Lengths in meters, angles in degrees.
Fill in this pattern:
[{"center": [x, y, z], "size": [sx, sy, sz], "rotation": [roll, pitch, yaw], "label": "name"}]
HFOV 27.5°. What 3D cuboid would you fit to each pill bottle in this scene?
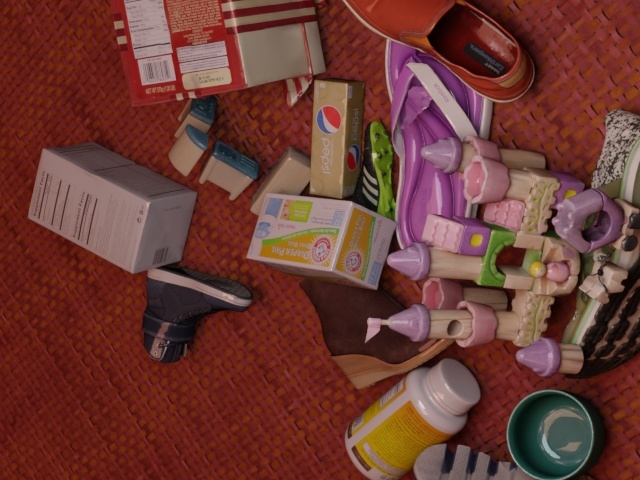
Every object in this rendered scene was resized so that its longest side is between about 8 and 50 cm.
[{"center": [0.144, 0.274, 2.007], "size": [0.215, 0.117, 0.117], "rotation": [-44, 76, 30], "label": "pill bottle"}]

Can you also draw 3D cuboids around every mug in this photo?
[{"center": [0.339, 0.294, 1.890], "size": [0.129, 0.097, 0.157], "rotation": [27, 95, 27], "label": "mug"}]

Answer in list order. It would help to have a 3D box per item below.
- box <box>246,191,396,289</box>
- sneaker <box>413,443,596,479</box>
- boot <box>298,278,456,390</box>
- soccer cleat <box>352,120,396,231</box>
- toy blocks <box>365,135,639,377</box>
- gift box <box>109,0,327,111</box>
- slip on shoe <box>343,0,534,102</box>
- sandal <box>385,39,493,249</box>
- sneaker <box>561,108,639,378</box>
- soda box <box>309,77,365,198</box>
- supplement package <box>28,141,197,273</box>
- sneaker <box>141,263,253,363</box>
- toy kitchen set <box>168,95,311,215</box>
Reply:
[{"center": [0.000, 0.000, 1.994], "size": [0.203, 0.103, 0.114], "rotation": [7, 78, 48], "label": "box"}, {"center": [0.287, 0.425, 1.959], "size": [0.316, 0.127, 0.182], "rotation": [15, 131, 13], "label": "sneaker"}, {"center": [0.091, 0.106, 2.020], "size": [0.248, 0.090, 0.206], "rotation": [-29, 86, 36], "label": "boot"}, {"center": [0.080, -0.094, 2.009], "size": [0.072, 0.060, 0.178], "rotation": [-1, 101, 36], "label": "soccer cleat"}, {"center": [0.214, 0.022, 1.760], "size": [0.309, 0.260, 0.288], "rotation": [-133, 52, -61], "label": "toy blocks"}, {"center": [-0.154, -0.319, 1.987], "size": [0.255, 0.258, 0.276], "rotation": [1, 105, 31], "label": "gift box"}, {"center": [0.159, -0.314, 1.837], "size": [0.331, 0.101, 0.123], "rotation": [38, 88, 12], "label": "slip on shoe"}, {"center": [0.165, -0.161, 1.915], "size": [0.169, 0.102, 0.416], "rotation": [-1, 97, 29], "label": "sandal"}, {"center": [0.408, 0.000, 1.812], "size": [0.182, 0.158, 0.410], "rotation": [47, 126, 51], "label": "sneaker"}, {"center": [0.026, -0.159, 2.028], "size": [0.061, 0.058, 0.181], "rotation": [10, 104, 29], "label": "soda box"}, {"center": [-0.356, -0.060, 2.230], "size": [0.244, 0.139, 0.133], "rotation": [26, 111, 26], "label": "supplement package"}, {"center": [-0.212, 0.136, 2.204], "size": [0.226, 0.086, 0.163], "rotation": [13, 96, 38], "label": "sneaker"}, {"center": [-0.123, -0.158, 2.117], "size": [0.207, 0.166, 0.122], "rotation": [29, 120, -17], "label": "toy kitchen set"}]
